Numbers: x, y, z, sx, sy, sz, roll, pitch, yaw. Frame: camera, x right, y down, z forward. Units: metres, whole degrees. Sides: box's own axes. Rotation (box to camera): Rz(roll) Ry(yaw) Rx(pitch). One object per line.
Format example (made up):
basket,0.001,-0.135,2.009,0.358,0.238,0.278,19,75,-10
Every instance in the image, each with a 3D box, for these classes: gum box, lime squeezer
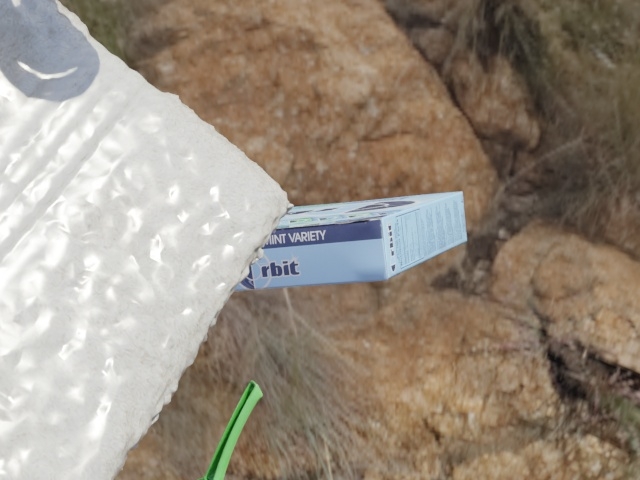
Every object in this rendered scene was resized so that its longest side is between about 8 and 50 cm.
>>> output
gum box,0.000,0.000,0.791,0.157,0.184,0.041,-4,95,22
lime squeezer,-0.165,0.280,1.196,0.310,0.110,0.059,-35,47,-16

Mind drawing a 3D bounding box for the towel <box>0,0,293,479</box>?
towel,-0.141,0.023,0.459,0.187,0.049,0.282,40,52,-11
